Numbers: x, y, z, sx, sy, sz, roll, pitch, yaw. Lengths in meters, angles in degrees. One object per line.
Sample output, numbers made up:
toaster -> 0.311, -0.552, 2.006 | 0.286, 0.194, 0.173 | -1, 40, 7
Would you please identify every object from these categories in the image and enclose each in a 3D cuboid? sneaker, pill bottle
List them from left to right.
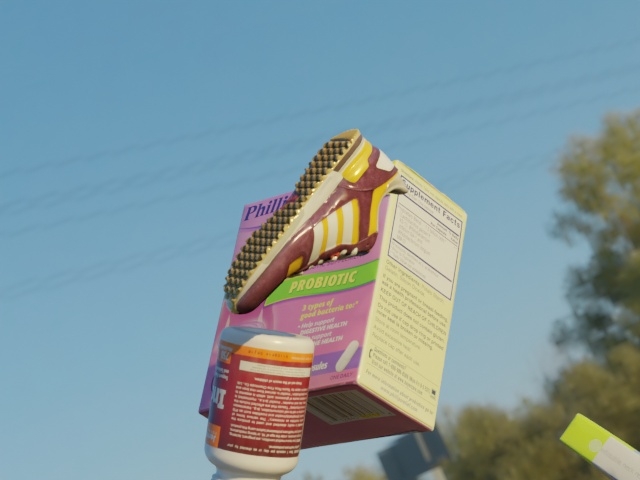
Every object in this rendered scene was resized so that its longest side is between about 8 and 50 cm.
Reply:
pill bottle -> -0.057, 0.156, 1.387 | 0.086, 0.152, 0.086 | 8, 0, 0
sneaker -> 0.000, 0.000, 1.284 | 0.185, 0.084, 0.069 | -52, 19, -12

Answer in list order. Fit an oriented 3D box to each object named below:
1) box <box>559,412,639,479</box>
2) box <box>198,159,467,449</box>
box -> 0.355, 0.262, 1.704 | 0.042, 0.178, 0.109 | -54, -45, -2
box -> 0.013, 0.070, 1.556 | 0.213, 0.243, 0.117 | -14, -38, 41
